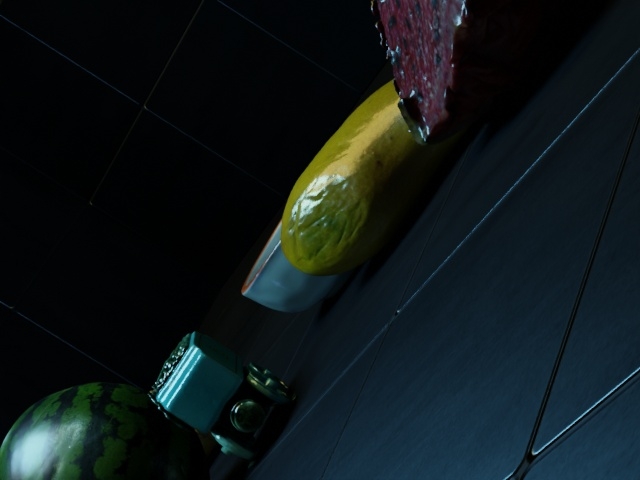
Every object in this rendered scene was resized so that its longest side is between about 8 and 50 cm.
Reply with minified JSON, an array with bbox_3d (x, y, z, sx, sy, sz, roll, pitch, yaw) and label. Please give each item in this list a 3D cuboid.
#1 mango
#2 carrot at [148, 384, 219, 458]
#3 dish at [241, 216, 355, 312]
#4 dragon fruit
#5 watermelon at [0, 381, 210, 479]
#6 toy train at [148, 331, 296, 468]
[{"bbox_3d":[0.075,-0.094,1.918,0.359,0.144,0.187,-50,19,18],"label":"mango"},{"bbox_3d":[-0.287,0.352,2.348,0.254,0.196,0.196,-56,5,13],"label":"carrot"},{"bbox_3d":[0.000,0.000,2.149,0.256,0.117,0.256,-57,5,7],"label":"dish"},{"bbox_3d":[0.152,-0.257,1.653,0.330,0.240,0.302,41,-117,-88],"label":"dragon fruit"},{"bbox_3d":[-0.284,0.323,1.944,0.285,0.285,0.285,-57,5,8],"label":"watermelon"},{"bbox_3d":[-0.129,0.197,1.933,0.112,0.163,0.203,-56,5,-1],"label":"toy train"}]
